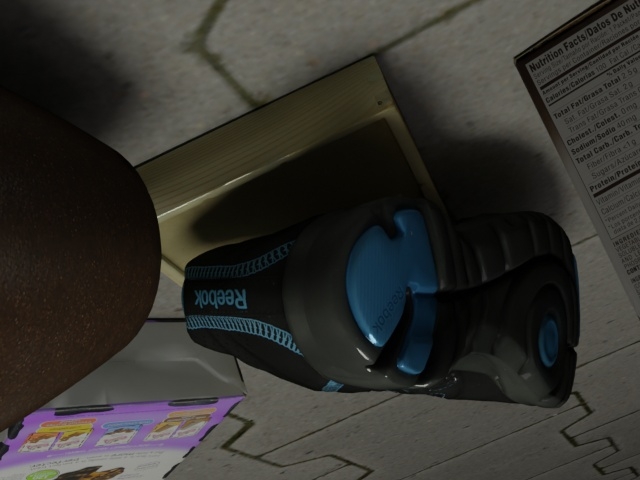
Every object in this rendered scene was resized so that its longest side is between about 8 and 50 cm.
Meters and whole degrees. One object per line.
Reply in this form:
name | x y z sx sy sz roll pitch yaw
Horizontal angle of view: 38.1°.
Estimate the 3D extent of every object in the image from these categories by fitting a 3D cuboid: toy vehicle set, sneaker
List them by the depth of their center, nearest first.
sneaker | 0.063 0.038 0.584 0.139 0.125 0.340 -5 166 35
toy vehicle set | 0.000 0.000 0.603 0.165 0.035 0.267 -24 152 8

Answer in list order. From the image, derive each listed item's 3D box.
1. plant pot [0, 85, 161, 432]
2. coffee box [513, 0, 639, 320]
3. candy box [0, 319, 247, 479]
plant pot | -0.181 0.009 0.359 0.215 0.215 0.230 -36 161 30
coffee box | 0.217 -0.004 0.504 0.098 0.247 0.141 -31 149 24
candy box | -0.176 0.137 0.704 0.164 0.070 0.196 3 145 -36
